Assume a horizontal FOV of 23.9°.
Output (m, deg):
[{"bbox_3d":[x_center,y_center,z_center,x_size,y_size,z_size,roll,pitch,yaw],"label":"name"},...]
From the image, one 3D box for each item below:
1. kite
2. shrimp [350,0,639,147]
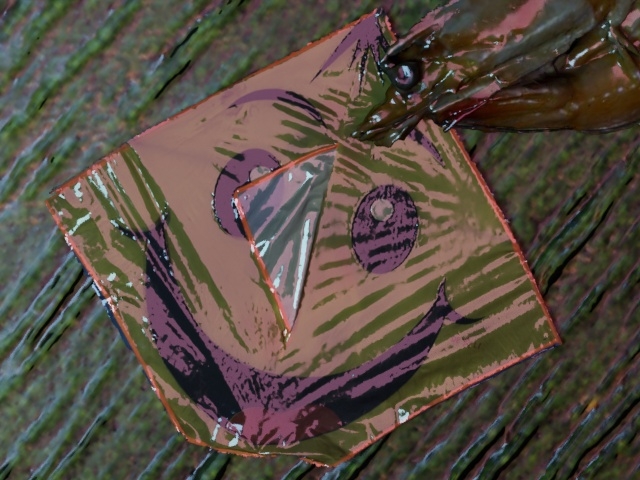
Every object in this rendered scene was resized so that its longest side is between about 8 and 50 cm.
[{"bbox_3d":[0.000,0.000,1.044,0.377,0.013,0.327,13,97,-9],"label":"kite"},{"bbox_3d":[0.153,-0.129,1.018,0.294,0.062,0.154,-25,108,-4],"label":"shrimp"}]
